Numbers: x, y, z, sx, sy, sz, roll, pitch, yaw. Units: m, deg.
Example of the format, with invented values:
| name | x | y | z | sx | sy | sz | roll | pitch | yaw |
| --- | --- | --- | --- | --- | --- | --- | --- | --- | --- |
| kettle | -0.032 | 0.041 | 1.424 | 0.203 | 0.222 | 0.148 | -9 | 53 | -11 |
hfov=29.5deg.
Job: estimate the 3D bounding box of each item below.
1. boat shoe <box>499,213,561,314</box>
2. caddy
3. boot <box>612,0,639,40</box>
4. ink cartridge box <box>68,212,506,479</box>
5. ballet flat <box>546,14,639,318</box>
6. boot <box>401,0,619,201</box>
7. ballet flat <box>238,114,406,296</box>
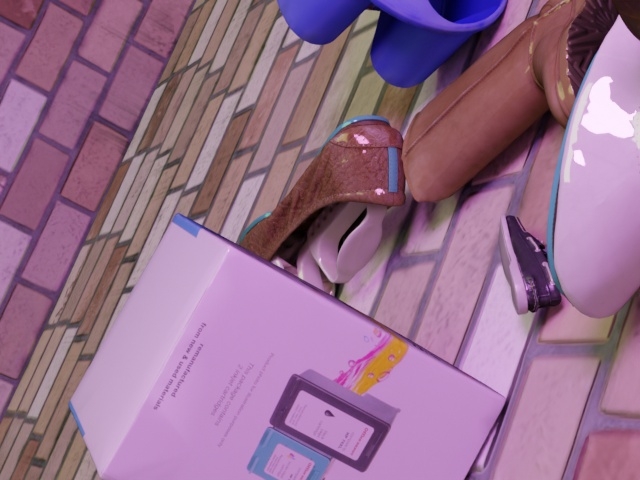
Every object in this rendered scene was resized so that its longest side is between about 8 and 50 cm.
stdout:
| name | x | y | z | sx | sy | sz | roll | pitch | yaw |
| --- | --- | --- | --- | --- | --- | --- | --- | --- | --- |
| boat shoe | 0.171 | 0.017 | 1.007 | 0.125 | 0.038 | 0.046 | -92 | -6 | -62 |
| caddy | 0.093 | -0.341 | 1.357 | 0.179 | 0.241 | 0.341 | -47 | 25 | 48 |
| boot | 0.259 | -0.175 | 0.703 | 0.219 | 0.106 | 0.082 | -30 | 41 | 44 |
| ink cartridge box | -0.033 | 0.135 | 1.008 | 0.197 | 0.270 | 0.198 | -61 | 21 | -1 |
| ballet flat | 0.273 | -0.132 | 0.859 | 0.139 | 0.139 | 0.400 | -14 | 50 | 63 |
| boot | 0.173 | -0.110 | 1.104 | 0.269 | 0.089 | 0.236 | -42 | 18 | 42 |
| ballet flat | 0.000 | 0.000 | 1.332 | 0.342 | 0.116 | 0.124 | -45 | 52 | 49 |
